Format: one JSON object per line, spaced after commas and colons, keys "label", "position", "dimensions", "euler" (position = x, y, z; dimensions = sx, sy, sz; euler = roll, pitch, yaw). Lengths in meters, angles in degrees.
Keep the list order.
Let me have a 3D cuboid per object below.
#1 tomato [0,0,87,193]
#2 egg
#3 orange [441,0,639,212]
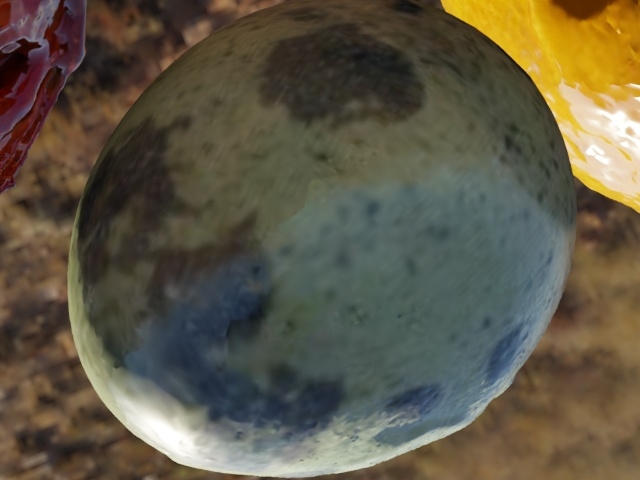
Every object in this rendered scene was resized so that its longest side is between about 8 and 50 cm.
{"label": "tomato", "position": [-0.187, -0.075, 0.794], "dimensions": [0.228, 0.101, 0.228], "euler": [-51, 159, -29]}
{"label": "egg", "position": [0.000, 0.000, 0.593], "dimensions": [0.181, 0.141, 0.141], "euler": [-34, 173, -48]}
{"label": "orange", "position": [0.165, -0.126, 0.703], "dimensions": [0.261, 0.261, 0.261], "euler": [-21, 159, -8]}
